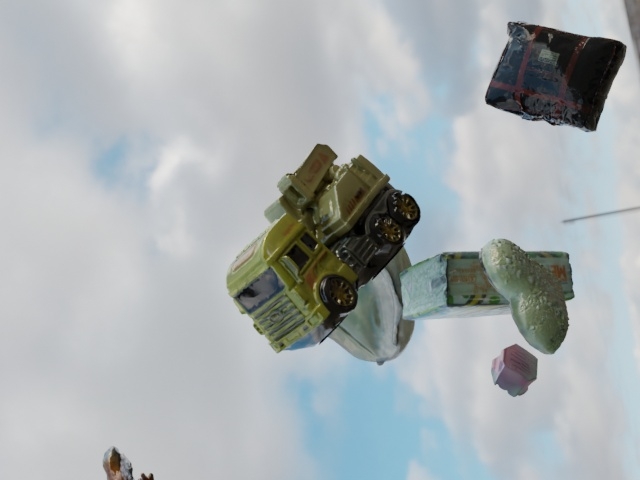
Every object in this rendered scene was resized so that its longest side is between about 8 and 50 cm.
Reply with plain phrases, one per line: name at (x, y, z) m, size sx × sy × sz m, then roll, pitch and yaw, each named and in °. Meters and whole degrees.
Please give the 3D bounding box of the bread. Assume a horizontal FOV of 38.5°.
bread at (0.377, 0.093, 1.628) m, size 0.172 × 0.064 × 0.232 m, roll 0°, pitch -125°, yaw -50°

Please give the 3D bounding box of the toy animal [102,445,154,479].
toy animal at (-0.328, 0.517, 1.654) m, size 0.284 × 0.225 × 0.302 m, roll 60°, pitch -169°, yaw -1°

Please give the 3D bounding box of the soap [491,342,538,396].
soap at (0.450, 0.300, 2.130) m, size 0.100 × 0.056 × 0.149 m, roll 33°, pitch -155°, yaw 1°

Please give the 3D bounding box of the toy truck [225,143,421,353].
toy truck at (0.000, 0.000, 1.631) m, size 0.254 × 0.180 × 0.405 m, roll 43°, pitch -135°, yaw -4°

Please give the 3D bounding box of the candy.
candy at (0.078, 0.086, 2.221) m, size 0.186 × 0.386 × 0.427 m, roll -45°, pitch -24°, yaw -37°

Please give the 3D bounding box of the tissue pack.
tissue pack at (0.354, 0.097, 1.981) m, size 0.228 × 0.310 × 0.128 m, roll 147°, pitch 120°, yaw -67°

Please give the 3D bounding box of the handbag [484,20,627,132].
handbag at (0.415, -0.290, 1.633) m, size 0.155 × 0.215 × 0.169 m, roll -11°, pitch -63°, yaw -60°
